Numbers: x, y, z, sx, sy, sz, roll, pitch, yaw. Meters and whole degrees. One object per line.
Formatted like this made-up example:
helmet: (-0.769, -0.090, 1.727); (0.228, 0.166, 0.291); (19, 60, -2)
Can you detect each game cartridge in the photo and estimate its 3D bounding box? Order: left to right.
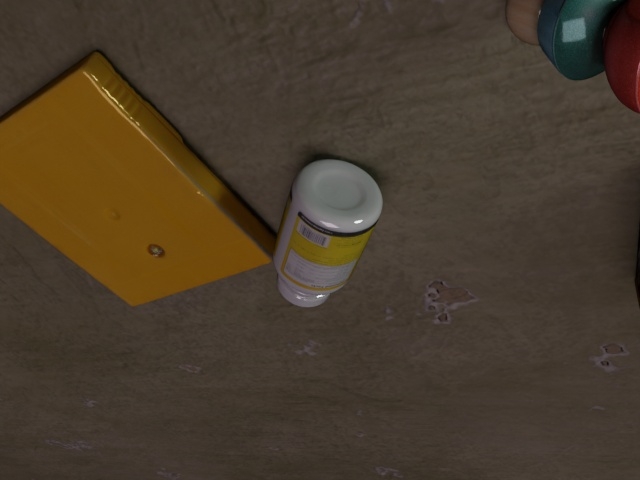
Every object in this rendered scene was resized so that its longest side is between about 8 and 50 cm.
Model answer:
game cartridge: (-0.258, -0.051, 0.773); (0.285, 0.052, 0.323); (-18, 128, 31)

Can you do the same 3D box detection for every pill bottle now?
pill bottle: (0.000, 0.000, 0.716); (0.103, 0.103, 0.184); (16, 140, -4)

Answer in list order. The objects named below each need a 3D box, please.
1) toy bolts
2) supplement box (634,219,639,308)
toy bolts: (0.212, -0.228, 0.415); (0.218, 0.158, 0.228); (-27, 131, -18)
supplement box: (0.435, 0.022, 0.607); (0.191, 0.129, 0.194); (-5, 136, 20)
